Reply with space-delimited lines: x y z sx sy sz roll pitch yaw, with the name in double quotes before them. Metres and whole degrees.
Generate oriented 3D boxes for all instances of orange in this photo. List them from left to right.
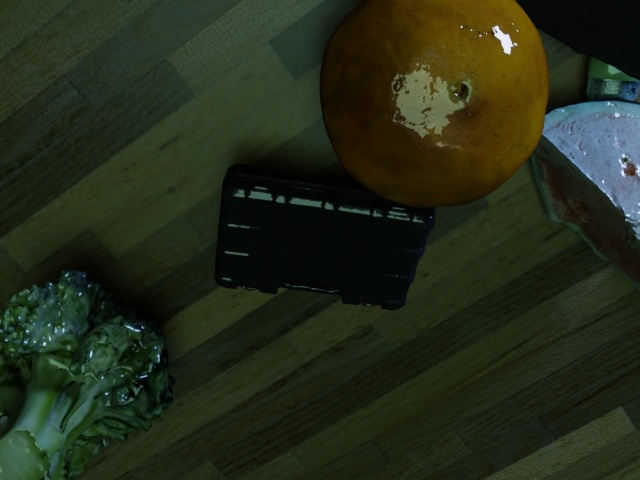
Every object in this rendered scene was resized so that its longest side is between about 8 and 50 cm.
"orange" 0.139 -0.179 0.907 0.284 0.226 0.284 -2 105 -7

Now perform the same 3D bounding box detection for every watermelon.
"watermelon" 0.406 -0.064 0.986 0.305 0.180 0.224 47 124 12

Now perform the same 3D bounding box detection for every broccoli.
"broccoli" -0.378 0.212 1.061 0.338 0.317 0.277 -44 102 -20

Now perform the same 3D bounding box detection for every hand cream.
"hand cream" 0.394 -0.261 0.978 0.095 0.046 0.175 4 109 2

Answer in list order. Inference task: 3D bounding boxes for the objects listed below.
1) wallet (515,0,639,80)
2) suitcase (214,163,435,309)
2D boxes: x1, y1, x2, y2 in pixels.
"wallet" 0.308 -0.334 0.883 0.377 0.051 0.197 28 134 -4
"suitcase" 0.000 0.000 1.042 0.285 0.066 0.206 8 134 -5
